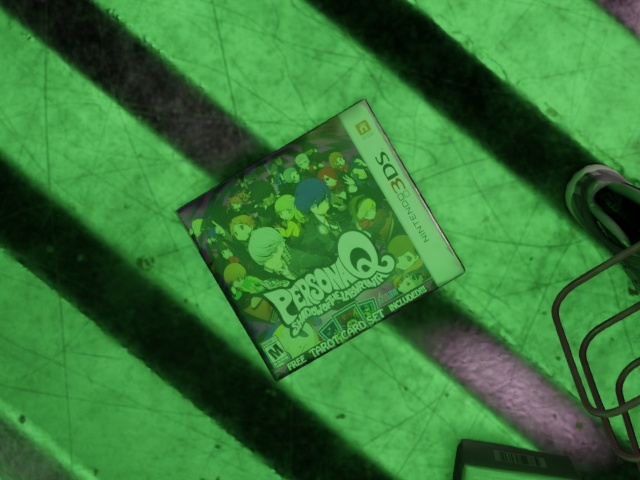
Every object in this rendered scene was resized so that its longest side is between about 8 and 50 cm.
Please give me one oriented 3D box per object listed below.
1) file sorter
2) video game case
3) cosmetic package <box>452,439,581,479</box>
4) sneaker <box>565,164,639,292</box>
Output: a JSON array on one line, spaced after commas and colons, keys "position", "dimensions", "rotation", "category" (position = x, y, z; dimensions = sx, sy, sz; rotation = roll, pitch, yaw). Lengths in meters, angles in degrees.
[{"position": [0.372, 0.150, 1.387], "dimensions": [0.182, 0.202, 0.290], "rotation": [-32, 122, 16], "category": "file sorter"}, {"position": [0.000, 0.000, 1.522], "dimensions": [0.232, 0.042, 0.210], "rotation": [-30, 92, 4], "category": "video game case"}, {"position": [0.189, 0.341, 1.520], "dimensions": [0.127, 0.107, 0.238], "rotation": [9, 98, 1], "category": "cosmetic package"}, {"position": [0.342, 0.016, 1.469], "dimensions": [0.229, 0.132, 0.086], "rotation": [39, 95, -2], "category": "sneaker"}]
